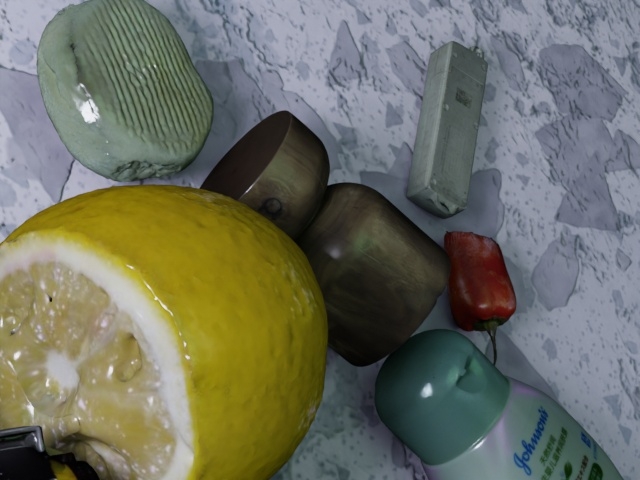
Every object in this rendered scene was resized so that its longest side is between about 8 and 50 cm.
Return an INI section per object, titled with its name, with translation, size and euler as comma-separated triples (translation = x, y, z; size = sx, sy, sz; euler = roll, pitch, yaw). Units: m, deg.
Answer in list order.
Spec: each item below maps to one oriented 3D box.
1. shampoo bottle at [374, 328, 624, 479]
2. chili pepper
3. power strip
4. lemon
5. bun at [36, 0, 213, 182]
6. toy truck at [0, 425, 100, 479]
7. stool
[shampoo bottle]
translation = 0.209, 0.251, 1.909
size = 0.349, 0.151, 0.222
euler = 45, 53, -14
[chili pepper]
translation = 0.208, 0.077, 2.026
size = 0.086, 0.084, 0.192
euler = -5, 69, -6
[power strip]
translation = 0.170, -0.147, 2.107
size = 0.078, 0.052, 0.272
euler = 28, 58, -28
[lemon]
translation = -0.146, 0.102, 1.568
size = 0.364, 0.364, 0.364
euler = 16, 63, -33
[bun]
translation = -0.224, -0.162, 1.760
size = 0.221, 0.108, 0.221
euler = 25, 52, -36
[toy truck]
translation = -0.289, 0.370, 1.397
size = 0.180, 0.254, 0.405
euler = -7, 89, -30
[stool]
translation = 0.000, 0.000, 1.824
size = 0.264, 0.179, 0.179
euler = 40, 52, -20
